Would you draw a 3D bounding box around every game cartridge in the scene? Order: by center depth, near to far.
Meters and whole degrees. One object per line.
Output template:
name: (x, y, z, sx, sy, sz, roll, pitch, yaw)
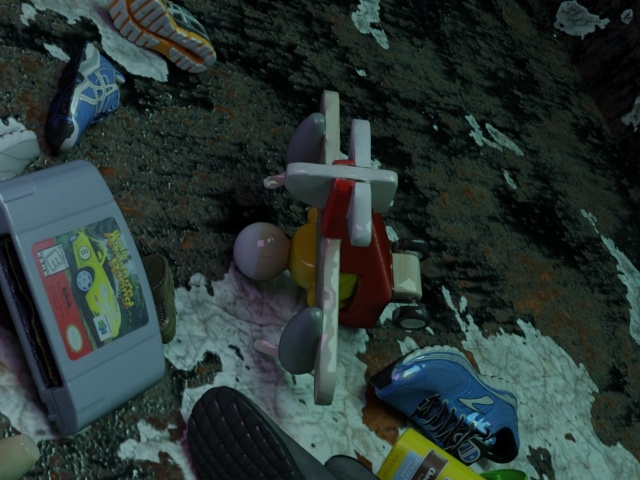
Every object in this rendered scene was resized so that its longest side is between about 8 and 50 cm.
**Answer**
game cartridge: (-0.282, 0.057, 1.389, 0.196, 0.060, 0.294, -31, 104, -62)

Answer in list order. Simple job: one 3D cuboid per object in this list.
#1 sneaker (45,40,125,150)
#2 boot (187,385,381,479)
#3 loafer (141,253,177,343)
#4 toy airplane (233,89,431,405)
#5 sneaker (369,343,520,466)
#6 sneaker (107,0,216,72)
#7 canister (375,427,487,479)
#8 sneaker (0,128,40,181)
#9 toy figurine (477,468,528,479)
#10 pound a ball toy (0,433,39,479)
sneaker: (-0.319, -0.194, 1.635, 0.081, 0.080, 0.211, 34, 38, -23)
boot: (-0.017, 0.314, 1.526, 0.338, 0.118, 0.223, 51, 17, 7)
loafer: (-0.216, 0.078, 1.541, 0.148, 0.056, 0.050, -99, 177, -47)
toy airplane: (0.000, 0.000, 1.691, 0.386, 0.272, 0.384, -58, 141, -70)
sneaker: (0.212, 0.267, 1.846, 0.330, 0.130, 0.147, 25, 39, -38)
sneaker: (-0.256, -0.349, 1.876, 0.215, 0.084, 0.083, 37, 31, -41)
canister: (0.161, 0.356, 1.646, 0.170, 0.126, 0.073, 33, 18, 16)
sneaker: (-0.408, -0.033, 1.373, 0.115, 0.105, 0.281, 60, 35, -20)
toy figurine: (0.246, 0.434, 1.749, 0.130, 0.173, 0.159, -19, 95, -37)
pound a ball toy: (-0.437, 0.165, 1.120, 0.319, 0.136, 0.208, 48, 7, -9)
